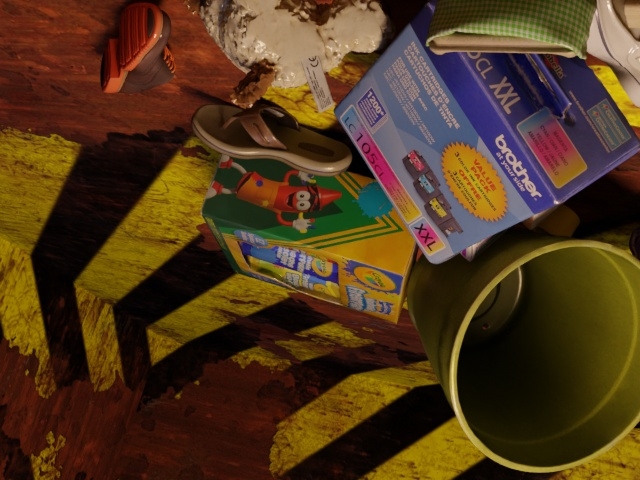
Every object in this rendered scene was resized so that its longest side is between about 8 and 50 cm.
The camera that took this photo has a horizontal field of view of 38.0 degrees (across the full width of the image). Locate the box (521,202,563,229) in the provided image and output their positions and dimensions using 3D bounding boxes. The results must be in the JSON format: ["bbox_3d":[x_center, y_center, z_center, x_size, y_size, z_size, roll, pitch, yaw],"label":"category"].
[{"bbox_3d":[0.297,-0.115,1.343,0.130,0.091,0.170,48,172,21],"label":"box"}]

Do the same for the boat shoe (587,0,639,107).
[{"bbox_3d":[0.363,-0.229,1.044,0.088,0.096,0.267,-4,154,37],"label":"boat shoe"}]

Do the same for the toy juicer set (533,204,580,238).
[{"bbox_3d":[0.508,0.083,1.623,0.329,0.089,0.209,39,174,21],"label":"toy juicer set"}]

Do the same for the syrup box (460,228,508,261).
[{"bbox_3d":[0.183,-0.089,1.418,0.237,0.093,0.096,47,171,20],"label":"syrup box"}]

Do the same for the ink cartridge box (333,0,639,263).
[{"bbox_3d":[0.198,-0.151,1.136,0.270,0.151,0.395,57,156,2],"label":"ink cartridge box"}]

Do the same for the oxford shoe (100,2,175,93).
[{"bbox_3d":[-0.265,-0.295,1.434,0.098,0.097,0.271,3,173,-25],"label":"oxford shoe"}]

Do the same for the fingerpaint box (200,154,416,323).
[{"bbox_3d":[0.000,0.000,1.775,0.371,0.163,0.445,17,166,7],"label":"fingerpaint box"}]

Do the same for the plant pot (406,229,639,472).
[{"bbox_3d":[0.311,0.133,1.532,0.366,0.366,0.353,24,-174,-21],"label":"plant pot"}]

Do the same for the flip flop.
[{"bbox_3d":[-0.079,-0.183,1.560,0.277,0.112,0.080,17,136,5],"label":"flip flop"}]

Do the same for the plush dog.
[{"bbox_3d":[-0.069,-0.273,1.191,0.262,0.210,0.225,27,-175,-23],"label":"plush dog"}]

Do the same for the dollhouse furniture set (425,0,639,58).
[{"bbox_3d":[0.234,-0.285,0.827,0.301,0.197,0.151,6,160,26],"label":"dollhouse furniture set"}]

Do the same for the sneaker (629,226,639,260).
[{"bbox_3d":[0.560,0.003,1.548,0.104,0.095,0.236,12,163,37],"label":"sneaker"}]
